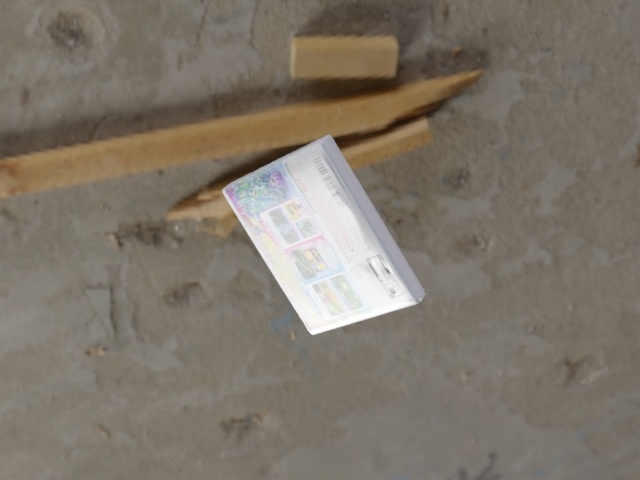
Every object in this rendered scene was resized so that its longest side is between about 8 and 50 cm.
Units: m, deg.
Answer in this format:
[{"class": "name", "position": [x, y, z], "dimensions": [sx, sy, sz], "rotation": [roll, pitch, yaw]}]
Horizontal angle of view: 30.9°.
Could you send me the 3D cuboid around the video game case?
[{"class": "video game case", "position": [0.000, 0.000, 0.988], "dimensions": [0.143, 0.019, 0.157], "rotation": [-21, 104, 48]}]
